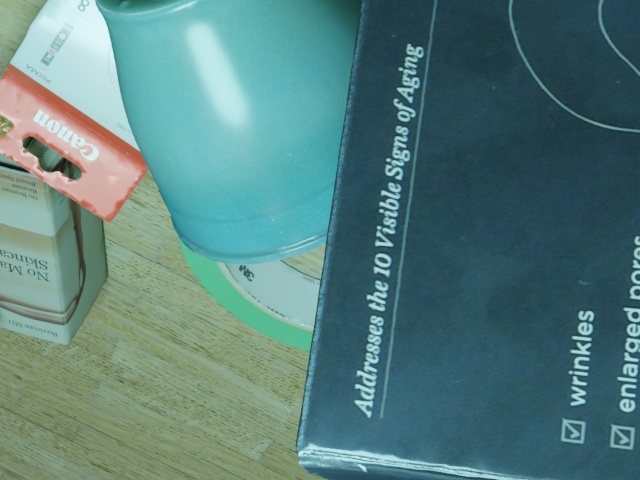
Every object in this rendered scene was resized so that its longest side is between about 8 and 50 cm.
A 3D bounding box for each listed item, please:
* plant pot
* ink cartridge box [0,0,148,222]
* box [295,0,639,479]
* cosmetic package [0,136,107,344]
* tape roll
[{"bbox_3d":[-0.067,-0.162,1.298,0.272,0.271,0.255,-4,133,29],"label":"plant pot"},{"bbox_3d":[-0.233,-0.149,1.476,0.189,0.066,0.232,34,101,-12],"label":"ink cartridge box"},{"bbox_3d":[0.264,-0.036,1.007,0.472,0.480,0.297,6,167,11],"label":"box"},{"bbox_3d":[-0.352,-0.028,1.689,0.153,0.129,0.296,14,139,11],"label":"cosmetic package"},{"bbox_3d":[0.000,0.000,1.593,0.321,0.077,0.321,13,139,12],"label":"tape roll"}]
